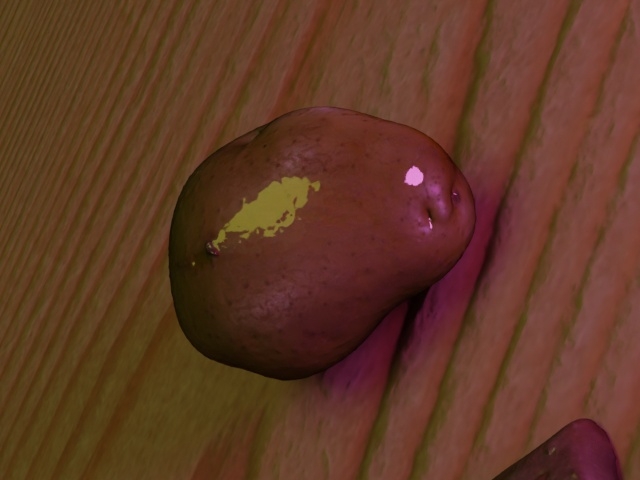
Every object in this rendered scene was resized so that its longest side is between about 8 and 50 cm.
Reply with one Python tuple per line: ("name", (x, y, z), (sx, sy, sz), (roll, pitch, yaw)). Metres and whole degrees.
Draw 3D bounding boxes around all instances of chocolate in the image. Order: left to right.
("chocolate", (0.095, 0.128, 0.648), (0.100, 0.031, 0.065), (-42, 33, 33))

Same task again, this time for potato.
("potato", (0.000, 0.000, 0.792), (0.194, 0.157, 0.157), (-16, 54, 34))
